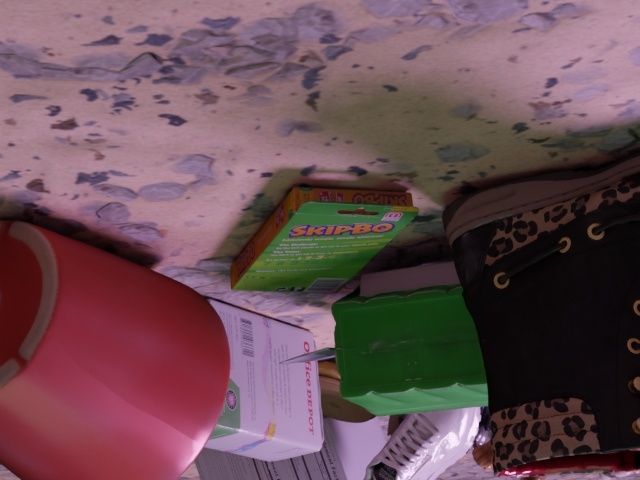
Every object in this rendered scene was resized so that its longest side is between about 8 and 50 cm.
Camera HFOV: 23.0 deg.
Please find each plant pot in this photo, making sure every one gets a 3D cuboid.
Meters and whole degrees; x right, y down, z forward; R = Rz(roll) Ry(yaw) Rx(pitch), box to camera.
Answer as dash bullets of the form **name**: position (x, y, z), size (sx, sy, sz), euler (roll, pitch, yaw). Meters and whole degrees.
- **plant pot**: position (-0.268, 0.114, 1.589), size (0.275, 0.275, 0.243), euler (-14, 148, 26)

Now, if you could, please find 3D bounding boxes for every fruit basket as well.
- **fruit basket**: position (0.175, 0.099, 1.803), size (0.327, 0.165, 0.353), euler (-9, 180, 31)

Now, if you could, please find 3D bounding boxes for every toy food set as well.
- **toy food set**: position (0.024, 0.203, 2.116), size (0.192, 0.038, 0.132), euler (16, 154, 10)

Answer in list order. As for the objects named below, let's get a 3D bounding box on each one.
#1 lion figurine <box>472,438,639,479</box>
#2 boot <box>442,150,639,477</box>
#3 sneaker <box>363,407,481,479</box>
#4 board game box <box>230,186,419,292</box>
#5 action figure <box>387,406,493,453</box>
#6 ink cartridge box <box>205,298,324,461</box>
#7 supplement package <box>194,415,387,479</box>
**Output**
- **lion figurine**: position (0.327, 0.181, 1.949), size (0.142, 0.392, 0.240), euler (37, 122, -3)
- **boot**: position (0.309, 0.064, 1.482), size (0.377, 0.284, 0.138), euler (-10, 159, 16)
- **sneaker**: position (0.126, 0.274, 2.065), size (0.095, 0.090, 0.235), euler (-7, 133, -52)
- **board game box**: position (0.000, 0.000, 1.612), size (0.124, 0.039, 0.259), euler (2, 162, -19)
- **action figure**: position (0.179, 0.249, 2.187), size (0.164, 0.141, 0.275), euler (5, 163, 7)
- **ink cartridge box**: position (-0.095, 0.172, 1.890), size (0.093, 0.154, 0.212), euler (-18, 156, 34)
- **supplement package**: position (-0.038, 0.320, 2.280), size (0.244, 0.134, 0.139), euler (-17, -175, 31)
